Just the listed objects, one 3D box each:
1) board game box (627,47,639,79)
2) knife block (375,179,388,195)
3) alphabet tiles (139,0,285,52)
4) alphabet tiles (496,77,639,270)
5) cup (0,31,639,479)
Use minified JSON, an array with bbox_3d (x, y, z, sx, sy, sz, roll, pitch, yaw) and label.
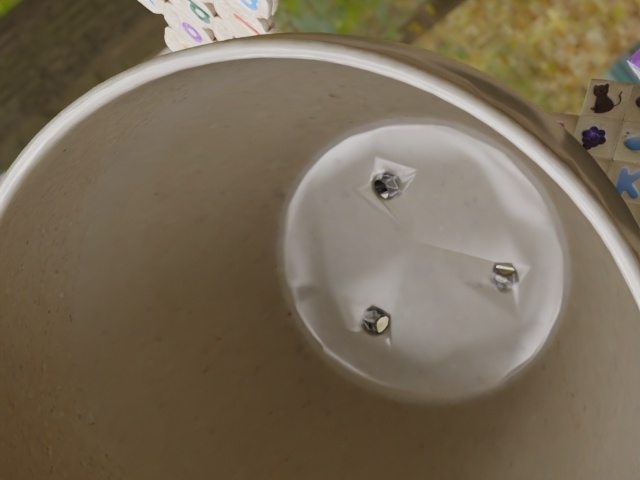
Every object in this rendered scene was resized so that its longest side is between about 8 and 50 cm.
[{"bbox_3d":[0.494,-0.224,1.668,0.208,0.347,0.056,48,-177,22],"label":"board game box"},{"bbox_3d":[0.000,0.000,1.913,0.276,0.242,0.088,13,136,53],"label":"knife block"},{"bbox_3d":[-0.108,-0.235,1.832,0.278,0.021,0.284,40,161,10],"label":"alphabet tiles"},{"bbox_3d":[0.377,-0.046,2.146,0.285,0.342,0.011,9,156,23],"label":"alphabet tiles"},{"bbox_3d":[0.023,0.042,0.850,0.331,0.331,0.237,51,-156,-3],"label":"cup"}]
